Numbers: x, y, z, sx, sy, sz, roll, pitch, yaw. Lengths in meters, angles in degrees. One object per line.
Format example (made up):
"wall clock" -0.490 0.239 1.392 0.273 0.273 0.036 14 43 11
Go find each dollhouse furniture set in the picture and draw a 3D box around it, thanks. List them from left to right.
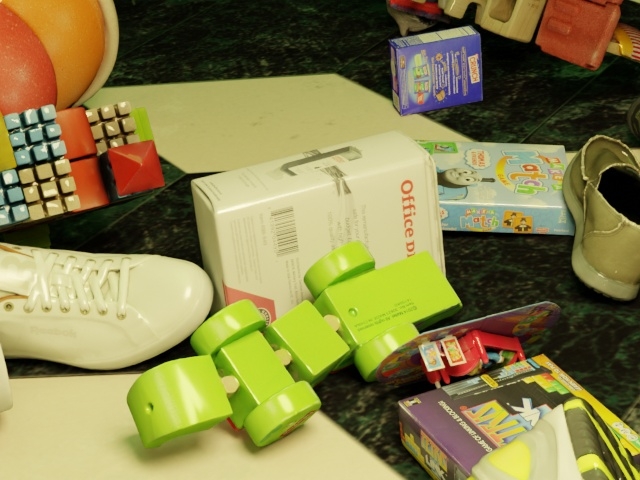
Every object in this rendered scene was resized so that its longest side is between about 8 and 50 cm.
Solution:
"dollhouse furniture set" 0.308 -0.305 2.025 0.201 0.152 0.374 11 14 -37

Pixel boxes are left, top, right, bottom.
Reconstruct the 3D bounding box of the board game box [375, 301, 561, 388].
"board game box" 0.131 0.104 1.412 0.169 0.133 0.033 -13 68 -14

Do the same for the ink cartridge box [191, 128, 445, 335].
"ink cartridge box" 0.000 0.000 1.563 0.218 0.158 0.092 -14 27 -15

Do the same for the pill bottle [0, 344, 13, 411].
"pill bottle" -0.410 0.125 1.417 0.272 0.152 0.152 -14 27 -15

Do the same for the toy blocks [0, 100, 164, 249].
"toy blocks" -0.311 -0.058 1.607 0.381 0.190 0.261 -15 1 -20

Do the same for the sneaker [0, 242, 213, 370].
"sneaker" -0.249 0.055 1.526 0.290 0.123 0.106 -7 61 12

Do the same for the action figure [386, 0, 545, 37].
"action figure" 0.203 -0.415 2.223 0.341 0.330 0.178 21 28 -16

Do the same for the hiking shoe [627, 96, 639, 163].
"hiking shoe" 0.377 -0.100 1.758 0.114 0.086 0.227 -13 28 -19

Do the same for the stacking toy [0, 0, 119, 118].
"stacking toy" -0.458 -0.145 1.896 0.351 0.350 0.480 1 46 16

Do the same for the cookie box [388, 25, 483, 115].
"cookie box" 0.142 -0.209 2.024 0.107 0.091 0.040 -11 30 -10

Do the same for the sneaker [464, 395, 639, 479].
"sneaker" 0.164 0.268 1.061 0.147 0.145 0.384 -33 24 18

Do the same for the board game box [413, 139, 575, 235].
"board game box" 0.159 -0.059 1.755 0.212 0.039 0.160 3 27 1

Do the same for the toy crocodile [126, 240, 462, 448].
"toy crocodile" -0.014 0.095 1.452 0.341 0.105 0.115 -26 74 -35

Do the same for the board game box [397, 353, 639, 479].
"board game box" 0.162 0.164 1.323 0.141 0.048 0.170 -15 27 -19

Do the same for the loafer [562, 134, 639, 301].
"loafer" 0.299 -0.038 1.623 0.094 0.087 0.251 23 32 -10
